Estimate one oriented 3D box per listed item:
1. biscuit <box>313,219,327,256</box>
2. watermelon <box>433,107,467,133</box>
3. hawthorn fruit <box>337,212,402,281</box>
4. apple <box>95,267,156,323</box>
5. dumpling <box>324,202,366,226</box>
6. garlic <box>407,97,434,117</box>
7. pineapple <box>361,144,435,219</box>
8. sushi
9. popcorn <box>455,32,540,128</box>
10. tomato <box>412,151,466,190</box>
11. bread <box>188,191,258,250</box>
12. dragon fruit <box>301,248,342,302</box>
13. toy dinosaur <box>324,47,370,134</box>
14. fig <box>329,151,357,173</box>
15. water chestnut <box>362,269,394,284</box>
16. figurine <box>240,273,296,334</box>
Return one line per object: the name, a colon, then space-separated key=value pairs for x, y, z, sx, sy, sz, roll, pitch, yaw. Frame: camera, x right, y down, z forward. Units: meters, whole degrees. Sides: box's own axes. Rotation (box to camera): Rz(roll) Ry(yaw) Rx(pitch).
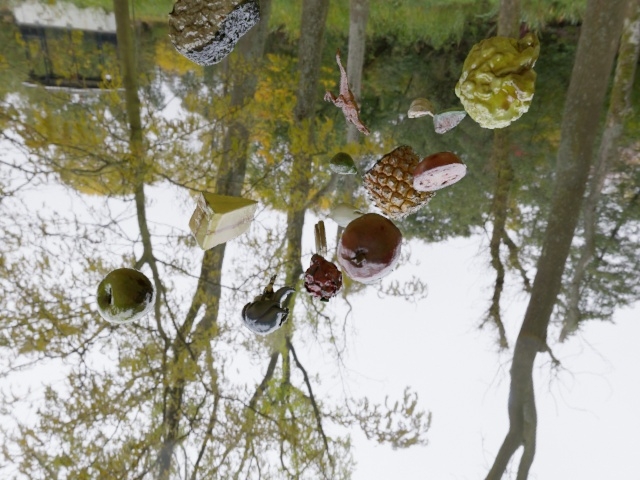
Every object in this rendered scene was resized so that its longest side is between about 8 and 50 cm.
biscuit: x=0.000 y=0.000 z=2.574 sx=0.079 sy=0.260 sz=0.259 roll=-6 pitch=-155 yaw=-1
watermelon: x=0.557 y=-0.536 z=1.765 sx=0.081 sy=0.094 sz=0.180 roll=-30 pitch=-177 yaw=-29
hawthorn fruit: x=0.146 y=0.024 z=1.250 sx=0.215 sy=0.216 sz=0.249 roll=17 pitch=-159 yaw=23
apple: x=-0.651 y=0.186 z=1.348 sx=0.196 sy=0.197 sz=0.157 roll=22 pitch=180 yaw=31
dumpling: x=0.123 y=-0.118 z=1.866 sx=0.181 sy=0.111 sz=0.155 roll=23 pitch=-169 yaw=1
garlic: x=0.387 y=-0.514 z=1.552 sx=0.094 sy=0.074 sz=0.113 roll=12 pitch=-155 yaw=35
pineapple: x=0.405 y=-0.278 z=2.012 sx=0.352 sy=0.352 sz=0.300 roll=-25 pitch=-101 yaw=-49
sushi: x=-0.373 y=-0.791 z=1.419 sx=0.211 sy=0.350 sz=0.171 roll=57 pitch=-173 yaw=13
popcorn: x=0.515 y=-0.458 z=1.138 sx=0.205 sy=0.251 sz=0.237 roll=16 pitch=-134 yaw=-45
tomato: x=0.469 y=-0.281 z=1.612 sx=0.224 sy=0.225 sz=0.085 roll=-5 pitch=-113 yaw=-22
bread: x=-0.336 y=-0.067 z=1.513 sx=0.263 sy=0.168 sz=0.163 roll=2 pitch=-147 yaw=-38
dragon fruit: x=0.016 y=0.190 z=2.205 sx=0.233 sy=0.294 sz=0.234 roll=-5 pitch=-170 yaw=1
toy dinosaur: x=0.101 y=-0.666 z=1.842 sx=0.097 sy=0.432 sz=0.208 roll=-40 pitch=-142 yaw=-7
fig: x=0.132 y=-0.412 z=2.218 sx=0.156 sy=0.123 sz=0.123 roll=39 pitch=-168 yaw=-25
water chestnut: x=0.306 y=0.073 z=2.406 sx=0.334 sy=0.347 sz=0.336 roll=8 pitch=-132 yaw=-9
figurine: x=-0.225 y=0.282 z=1.730 sx=0.197 sy=0.175 sz=0.265 roll=36 pitch=-124 yaw=19
